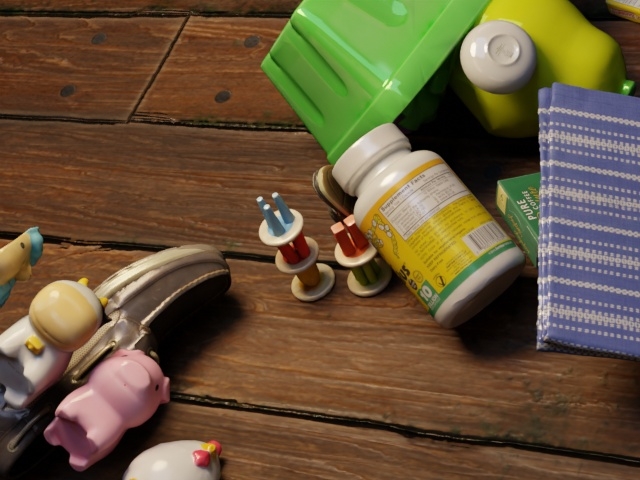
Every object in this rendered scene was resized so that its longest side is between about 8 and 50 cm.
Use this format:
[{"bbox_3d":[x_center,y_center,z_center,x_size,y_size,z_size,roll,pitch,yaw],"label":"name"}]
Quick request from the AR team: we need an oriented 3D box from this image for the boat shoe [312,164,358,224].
[{"bbox_3d":[0.031,-0.039,1.911,0.049,0.152,0.056,-14,62,31],"label":"boat shoe"}]

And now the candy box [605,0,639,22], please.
[{"bbox_3d":[0.444,-0.331,2.055,0.105,0.027,0.206,26,65,42],"label":"candy box"}]

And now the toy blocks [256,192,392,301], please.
[{"bbox_3d":[0.000,0.000,1.883,0.123,0.148,0.054,-6,49,21],"label":"toy blocks"}]

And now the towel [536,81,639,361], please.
[{"bbox_3d":[0.335,-0.013,1.743,0.243,0.040,0.336,9,54,-4],"label":"towel"}]

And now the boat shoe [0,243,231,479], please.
[{"bbox_3d":[-0.237,0.142,1.908,0.355,0.132,0.130,-35,70,-8],"label":"boat shoe"}]

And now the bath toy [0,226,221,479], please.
[{"bbox_3d":[-0.225,0.151,1.777,0.129,0.348,0.151,-41,-2,-42],"label":"bath toy"}]

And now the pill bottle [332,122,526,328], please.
[{"bbox_3d":[0.109,-0.020,1.813,0.117,0.117,0.208,-37,76,-9],"label":"pill bottle"}]

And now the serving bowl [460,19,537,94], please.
[{"bbox_3d":[0.192,-0.199,1.830,0.083,0.027,0.083,2,76,-6],"label":"serving bowl"}]

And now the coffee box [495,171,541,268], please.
[{"bbox_3d":[0.288,-0.034,1.809,0.184,0.040,0.113,-12,42,-16],"label":"coffee box"}]

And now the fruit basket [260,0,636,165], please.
[{"bbox_3d":[0.173,-0.225,1.981,0.392,0.283,0.392,5,72,-15],"label":"fruit basket"}]
